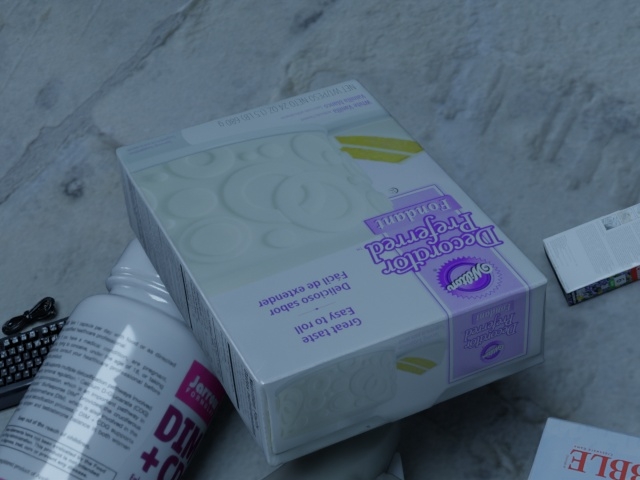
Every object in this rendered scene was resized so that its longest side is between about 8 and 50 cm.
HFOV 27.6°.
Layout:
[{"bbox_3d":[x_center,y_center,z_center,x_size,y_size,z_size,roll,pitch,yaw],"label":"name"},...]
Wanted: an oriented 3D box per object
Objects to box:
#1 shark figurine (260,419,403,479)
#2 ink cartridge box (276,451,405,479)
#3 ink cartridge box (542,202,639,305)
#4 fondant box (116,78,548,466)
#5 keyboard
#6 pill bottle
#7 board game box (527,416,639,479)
[{"bbox_3d":[0.027,0.133,1.092,0.166,0.116,0.278,-2,24,9],"label":"shark figurine"},{"bbox_3d":[0.021,0.253,1.030,0.109,0.062,0.209,-7,22,2],"label":"ink cartridge box"},{"bbox_3d":[0.268,0.009,1.187,0.115,0.029,0.062,-21,56,4],"label":"ink cartridge box"},{"bbox_3d":[-0.001,0.008,1.072,0.238,0.096,0.330,-19,42,-17],"label":"fondant box"},{"bbox_3d":[-0.294,0.110,1.315,0.180,0.023,0.108,-18,57,7],"label":"keyboard"},{"bbox_3d":[-0.181,0.149,1.172,0.160,0.160,0.283,17,67,26],"label":"pill bottle"},{"bbox_3d":[0.312,0.243,0.861,0.319,0.318,0.065,10,61,22],"label":"board game box"}]
